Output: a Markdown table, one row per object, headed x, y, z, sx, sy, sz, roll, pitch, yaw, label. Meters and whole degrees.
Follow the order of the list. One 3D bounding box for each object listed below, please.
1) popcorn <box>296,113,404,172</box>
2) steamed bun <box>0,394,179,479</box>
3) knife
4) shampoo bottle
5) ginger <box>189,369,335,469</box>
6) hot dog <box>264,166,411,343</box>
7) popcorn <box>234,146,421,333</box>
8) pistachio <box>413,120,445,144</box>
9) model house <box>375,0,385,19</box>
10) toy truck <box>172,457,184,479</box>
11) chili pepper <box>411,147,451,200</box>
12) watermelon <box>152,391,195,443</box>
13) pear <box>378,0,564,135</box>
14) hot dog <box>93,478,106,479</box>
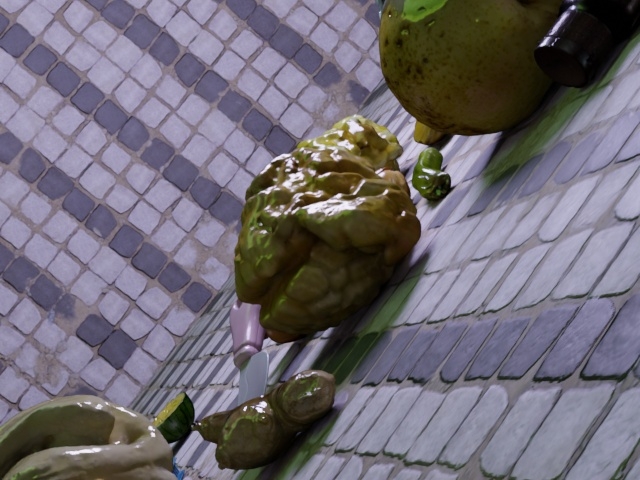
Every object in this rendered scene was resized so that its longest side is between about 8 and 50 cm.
| x | y | z | sx | sy | sz | roll | pitch | yaw | label |
| --- | --- | --- | --- | --- | --- | --- | --- | --- | --- |
| 0.039 | -0.121 | 2.378 | 0.225 | 0.174 | 0.286 | -46 | 5 | -24 | popcorn |
| -0.396 | 0.377 | 1.966 | 0.372 | 0.230 | 0.325 | -16 | 42 | 33 | steamed bun |
| -0.094 | 0.184 | 1.928 | 0.081 | 0.043 | 0.336 | -46 | 28 | 27 | knife |
| 0.366 | -0.321 | 1.618 | 0.323 | 0.084 | 0.129 | -55 | 16 | -19 | shampoo bottle |
| -0.078 | 0.223 | 1.664 | 0.148 | 0.081 | 0.333 | -49 | 6 | -18 | ginger |
| 0.009 | 0.024 | 2.078 | 0.337 | 0.100 | 0.135 | -50 | 7 | 4 | hot dog |
| 0.000 | 0.000 | 1.817 | 0.265 | 0.225 | 0.332 | -48 | 17 | -18 | popcorn |
| 0.193 | -0.198 | 2.255 | 0.173 | 0.049 | 0.090 | -131 | 55 | -81 | pistachio |
| 0.216 | -0.360 | 2.068 | 0.215 | 0.198 | 0.224 | -53 | -28 | 8 | model house |
| -0.253 | 0.380 | 2.120 | 0.074 | 0.063 | 0.136 | -31 | 7 | 4 | toy truck |
| 0.156 | -0.091 | 1.964 | 0.202 | 0.050 | 0.052 | -85 | -3 | -75 | chili pepper |
| -0.261 | 0.324 | 2.441 | 0.105 | 0.062 | 0.105 | -43 | 8 | 7 | watermelon |
| 0.209 | -0.267 | 1.766 | 0.271 | 0.271 | 0.271 | -50 | 7 | 8 | pear |
| -0.292 | 0.415 | 1.733 | 0.153 | 0.150 | 0.257 | -30 | 19 | 49 | hot dog |
